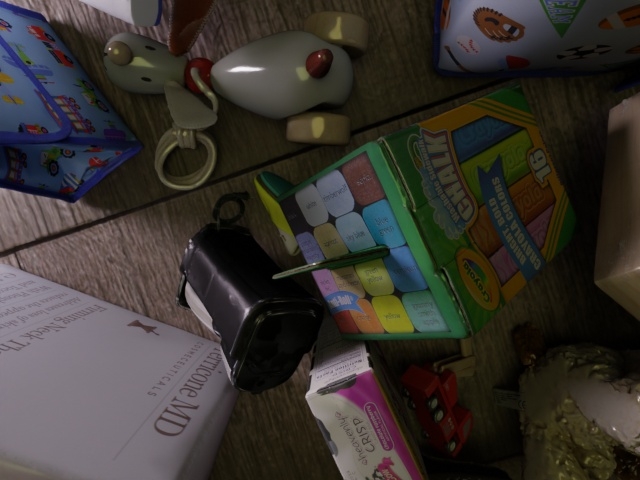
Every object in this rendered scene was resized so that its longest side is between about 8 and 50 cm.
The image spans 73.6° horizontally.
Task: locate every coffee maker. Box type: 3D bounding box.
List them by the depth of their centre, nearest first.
[{"bbox_3d":[-0.089,0.057,0.500,0.120,0.178,0.171,-18,124,-31],"label":"coffee maker"}]

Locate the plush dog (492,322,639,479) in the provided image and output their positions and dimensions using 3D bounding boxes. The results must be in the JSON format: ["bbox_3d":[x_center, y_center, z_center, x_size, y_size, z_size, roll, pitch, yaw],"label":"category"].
[{"bbox_3d":[0.378,0.206,0.536,0.225,0.211,0.262,10,125,-13],"label":"plush dog"}]

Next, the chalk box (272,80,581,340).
[{"bbox_3d":[0.090,-0.013,0.435,0.289,0.180,0.179,-29,96,-33],"label":"chalk box"}]

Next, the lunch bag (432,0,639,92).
[{"bbox_3d":[0.331,-0.280,0.388,0.385,0.328,0.239,0,96,-1],"label":"lunch bag"}]

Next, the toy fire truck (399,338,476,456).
[{"bbox_3d":[0.171,0.177,0.570,0.135,0.047,0.192,-40,118,-27],"label":"toy fire truck"}]

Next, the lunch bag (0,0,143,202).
[{"bbox_3d":[-0.366,-0.161,0.447,0.138,0.293,0.221,-36,94,6],"label":"lunch bag"}]

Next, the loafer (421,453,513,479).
[{"bbox_3d":[0.150,0.320,0.576,0.220,0.078,0.080,-2,103,14],"label":"loafer"}]

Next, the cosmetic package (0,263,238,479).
[{"bbox_3d":[-0.337,0.259,0.474,0.393,0.329,0.327,20,95,-1],"label":"cosmetic package"}]

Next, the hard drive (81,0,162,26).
[{"bbox_3d":[-0.287,-0.383,0.446,0.318,0.040,0.210,31,129,21],"label":"hard drive"}]

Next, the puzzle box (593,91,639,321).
[{"bbox_3d":[0.454,0.049,0.451,0.409,0.052,0.272,38,56,-10],"label":"puzzle box"}]

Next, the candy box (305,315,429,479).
[{"bbox_3d":[0.053,0.183,0.497,0.071,0.233,0.159,-24,95,5],"label":"candy box"}]

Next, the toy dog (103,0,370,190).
[{"bbox_3d":[-0.097,-0.195,0.498,0.333,0.161,0.220,-14,95,4],"label":"toy dog"}]

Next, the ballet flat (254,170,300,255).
[{"bbox_3d":[0.000,0.000,0.564,0.231,0.077,0.077,32,113,-3],"label":"ballet flat"}]
